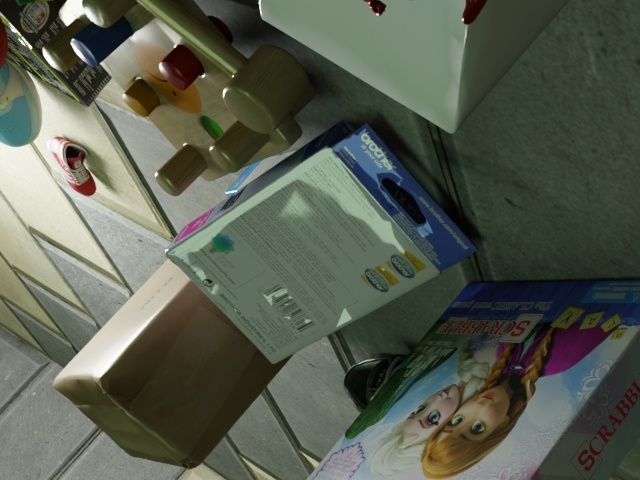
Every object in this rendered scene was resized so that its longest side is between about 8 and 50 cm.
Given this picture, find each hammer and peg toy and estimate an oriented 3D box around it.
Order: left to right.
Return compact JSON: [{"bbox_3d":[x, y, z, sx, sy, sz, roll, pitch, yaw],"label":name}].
[{"bbox_3d":[-0.132,-0.188,1.148,0.266,0.127,0.361,49,158,-12],"label":"hammer and peg toy"}]

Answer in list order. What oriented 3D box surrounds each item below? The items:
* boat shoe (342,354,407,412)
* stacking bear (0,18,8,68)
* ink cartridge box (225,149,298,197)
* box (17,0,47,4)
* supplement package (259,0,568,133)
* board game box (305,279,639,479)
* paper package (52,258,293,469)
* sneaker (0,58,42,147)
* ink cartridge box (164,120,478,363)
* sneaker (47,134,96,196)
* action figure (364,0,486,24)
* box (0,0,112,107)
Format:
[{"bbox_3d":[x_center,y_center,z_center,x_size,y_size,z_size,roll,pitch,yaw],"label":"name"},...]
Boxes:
[{"bbox_3d":[0.107,0.211,1.508,0.119,0.121,0.335,41,161,-10],"label":"boat shoe"},{"bbox_3d":[-0.391,-0.268,1.156,0.164,0.175,0.289,2,145,1],"label":"stacking bear"},{"bbox_3d":[-0.024,-0.044,1.326,0.104,0.060,0.180,49,157,-17],"label":"ink cartridge box"},{"bbox_3d":[-0.293,-0.325,1.137,0.105,0.043,0.179,-125,27,-73],"label":"box"},{"bbox_3d":[0.076,-0.212,0.634,0.149,0.203,0.194,34,157,19],"label":"supplement package"},{"bbox_3d":[0.154,0.168,1.076,0.066,0.318,0.318,49,157,-17],"label":"board game box"},{"bbox_3d":[-0.164,0.124,1.526,0.168,0.325,0.309,46,158,-13],"label":"paper package"},{"bbox_3d":[-0.500,-0.210,1.614,0.208,0.127,0.319,-100,-16,-49],"label":"sneaker"},{"bbox_3d":[0.000,0.000,1.242,0.311,0.065,0.186,-30,110,37],"label":"ink cartridge box"},{"bbox_3d":[-0.384,-0.112,1.838,0.067,0.042,0.118,19,148,51],"label":"sneaker"},{"bbox_3d":[0.026,-0.130,0.562,0.115,0.030,0.038,24,158,41],"label":"action figure"},{"bbox_3d":[-0.398,-0.291,1.421,0.216,0.060,0.270,30,169,26],"label":"box"}]
